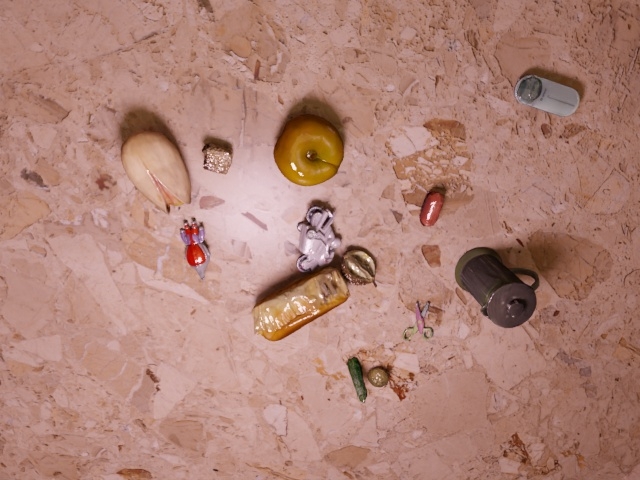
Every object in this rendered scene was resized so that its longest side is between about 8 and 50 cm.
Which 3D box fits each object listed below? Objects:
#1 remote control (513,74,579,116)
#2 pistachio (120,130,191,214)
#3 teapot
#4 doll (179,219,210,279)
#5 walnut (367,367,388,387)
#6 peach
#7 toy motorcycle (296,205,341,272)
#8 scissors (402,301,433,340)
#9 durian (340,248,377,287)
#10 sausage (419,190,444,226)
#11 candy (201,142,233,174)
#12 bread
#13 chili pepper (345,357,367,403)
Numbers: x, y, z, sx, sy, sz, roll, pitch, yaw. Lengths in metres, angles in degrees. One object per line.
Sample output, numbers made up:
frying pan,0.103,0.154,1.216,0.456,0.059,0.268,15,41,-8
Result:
remote control,0.800,-0.512,1.824,0.247,0.052,0.104,15,108,-11
pistachio,-0.549,-0.231,1.736,0.187,0.187,0.299,-25,116,4
teapot,0.685,0.173,1.930,0.270,0.337,0.200,-14,113,-1
doll,-0.461,0.040,1.909,0.102,0.075,0.228,-10,103,14
walnut,0.245,0.583,2.188,0.092,0.092,0.092,-2,111,-5
peach,-0.036,-0.308,1.781,0.251,0.153,0.251,-10,123,-15
toy motorcycle,0.000,0.000,1.930,0.170,0.110,0.260,6,104,-25
scissors,0.414,0.337,2.137,0.133,0.020,0.187,-1,113,-9
durian,0.143,0.122,1.977,0.188,0.148,0.091,40,138,-6
sausage,0.417,-0.118,1.931,0.076,0.076,0.141,13,108,-10
candy,-0.361,-0.283,1.789,0.110,0.085,0.095,9,120,-13
bread,-0.069,0.245,1.956,0.388,0.236,0.183,-27,94,16
chili pepper,0.154,0.579,2.098,0.059,0.227,0.088,-22,116,3
